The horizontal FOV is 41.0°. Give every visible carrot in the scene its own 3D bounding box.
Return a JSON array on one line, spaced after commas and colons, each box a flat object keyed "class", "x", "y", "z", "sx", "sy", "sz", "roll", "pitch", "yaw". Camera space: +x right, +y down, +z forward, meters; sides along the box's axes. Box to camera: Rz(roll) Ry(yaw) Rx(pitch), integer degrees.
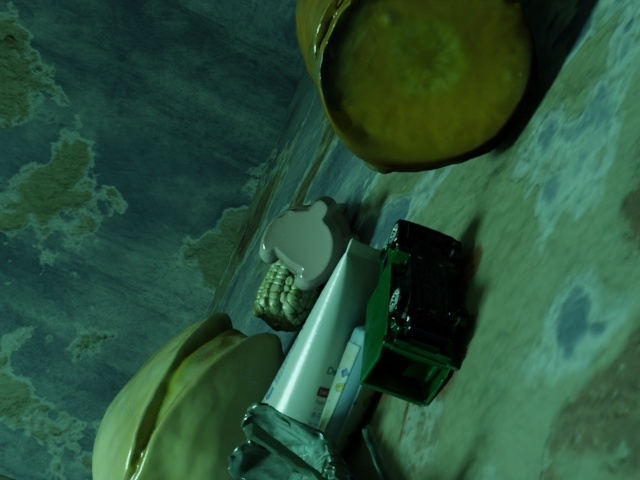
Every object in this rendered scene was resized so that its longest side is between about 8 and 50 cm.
[{"class": "carrot", "x": 0.088, "y": -0.206, "z": 0.846, "sx": 0.224, "sy": 0.224, "sz": 0.341, "roll": -62, "pitch": 16, "yaw": 23}]

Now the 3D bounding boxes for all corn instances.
[{"class": "corn", "x": -0.026, "y": 0.038, "z": 1.261, "sx": 0.211, "sy": 0.087, "sz": 0.087, "roll": -65, "pitch": 8, "yaw": -26}]

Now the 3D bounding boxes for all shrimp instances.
[{"class": "shrimp", "x": -0.013, "y": 0.217, "z": 0.582, "sx": 0.410, "sy": 0.166, "sz": 0.221, "roll": -49, "pitch": -17, "yaw": -82}]

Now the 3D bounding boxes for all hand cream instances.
[{"class": "hand cream", "x": 0.010, "y": 0.120, "z": 0.864, "sx": 0.133, "sy": 0.083, "sz": 0.248, "roll": 16, "pitch": -80, "yaw": -64}, {"class": "hand cream", "x": 0.030, "y": 0.145, "z": 0.809, "sx": 0.171, "sy": 0.043, "sz": 0.065, "roll": -69, "pitch": -20, "yaw": -2}]

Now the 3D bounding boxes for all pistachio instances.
[{"class": "pistachio", "x": -0.169, "y": 0.250, "z": 1.131, "sx": 0.321, "sy": 0.229, "sz": 0.238, "roll": -58, "pitch": -20, "yaw": -23}]

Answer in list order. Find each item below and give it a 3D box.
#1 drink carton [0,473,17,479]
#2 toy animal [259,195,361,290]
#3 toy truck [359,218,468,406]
[{"class": "drink carton", "x": -0.191, "y": 0.337, "z": 0.696, "sx": 0.132, "sy": 0.324, "sz": 0.194, "roll": -59, "pitch": 13, "yaw": 31}, {"class": "toy animal", "x": -0.001, "y": 0.002, "z": 1.164, "sx": 0.124, "sy": 0.124, "sz": 0.212, "roll": -64, "pitch": -11, "yaw": 9}, {"class": "toy truck", "x": 0.079, "y": 0.052, "z": 0.709, "sx": 0.147, "sy": 0.065, "sz": 0.079, "roll": -81, "pitch": 14, "yaw": -50}]
